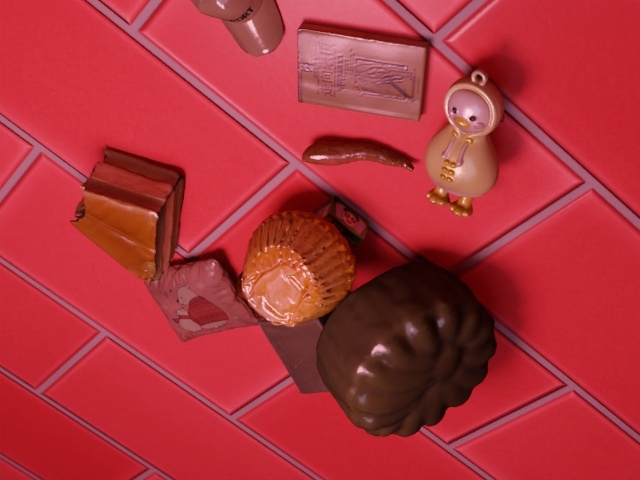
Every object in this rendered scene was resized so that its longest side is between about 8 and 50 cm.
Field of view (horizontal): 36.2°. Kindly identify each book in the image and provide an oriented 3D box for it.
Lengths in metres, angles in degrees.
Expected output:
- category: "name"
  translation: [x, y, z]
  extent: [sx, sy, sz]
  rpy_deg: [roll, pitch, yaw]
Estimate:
- category: "book"
  translation: [0.072, -0.298, 1.743]
  extent: [0.231, 0.026, 0.161]
  rpy_deg: [10, 133, 10]

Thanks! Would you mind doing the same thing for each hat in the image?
- category: "hat"
  translation: [-0.138, -0.388, 1.692]
  extent: [0.147, 0.085, 0.175]
  rpy_deg: [-14, 124, 28]

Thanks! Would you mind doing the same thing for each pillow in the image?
- category: "pillow"
  translation: [-0.272, 0.134, 2.210]
  extent: [0.236, 0.084, 0.223]
  rpy_deg: [-13, 126, 29]

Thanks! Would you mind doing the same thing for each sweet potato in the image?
- category: "sweet potato"
  translation: [0.072, -0.162, 1.855]
  extent: [0.214, 0.050, 0.050]
  rpy_deg: [4, 132, 7]

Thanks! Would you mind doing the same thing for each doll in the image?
- category: "doll"
  translation: [0.252, -0.173, 1.719]
  extent: [0.141, 0.117, 0.296]
  rpy_deg: [32, 146, 27]

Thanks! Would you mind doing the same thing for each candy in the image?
- category: "candy"
  translation: [0.000, 0.000, 2.013]
  extent: [0.097, 0.062, 0.194]
  rpy_deg: [38, 130, -15]

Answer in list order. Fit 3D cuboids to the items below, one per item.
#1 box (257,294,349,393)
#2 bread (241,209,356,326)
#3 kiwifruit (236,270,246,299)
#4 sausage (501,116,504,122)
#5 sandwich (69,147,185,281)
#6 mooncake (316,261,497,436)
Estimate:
- category: "box"
  translation: [-0.004, 0.200, 2.135]
  extent: [0.149, 0.155, 0.231]
  rpy_deg: [-8, 129, 28]
- category: "bread"
  translation: [-0.047, 0.053, 1.930]
  extent: [0.240, 0.139, 0.239]
  rpy_deg: [13, 120, 23]
- category: "kiwifruit"
  translation: [-0.131, 0.081, 2.118]
  extent: [0.075, 0.075, 0.124]
  rpy_deg: [36, 117, -15]
- category: "sausage"
  translation: [0.290, -0.242, 1.729]
  extent: [0.100, 0.015, 0.015]
  rpy_deg: [40, 131, -18]
- category: "sandwich"
  translation: [-0.405, -0.048, 2.043]
  extent: [0.199, 0.155, 0.227]
  rpy_deg: [18, 134, 5]
- category: "mooncake"
  translation: [0.179, 0.225, 1.968]
  extent: [0.357, 0.194, 0.356]
  rpy_deg: [-19, 135, -20]
